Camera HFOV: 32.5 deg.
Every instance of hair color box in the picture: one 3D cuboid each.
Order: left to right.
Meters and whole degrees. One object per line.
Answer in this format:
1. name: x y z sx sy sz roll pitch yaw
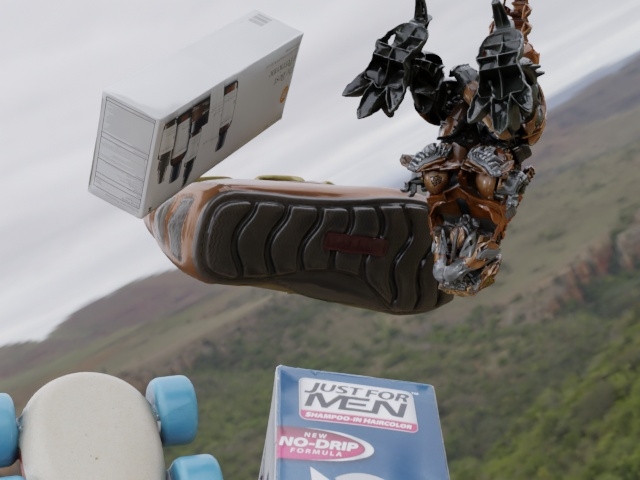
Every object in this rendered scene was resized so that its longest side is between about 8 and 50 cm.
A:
1. hair color box: 0.014 0.240 0.567 0.105 0.173 0.347 7 31 -7

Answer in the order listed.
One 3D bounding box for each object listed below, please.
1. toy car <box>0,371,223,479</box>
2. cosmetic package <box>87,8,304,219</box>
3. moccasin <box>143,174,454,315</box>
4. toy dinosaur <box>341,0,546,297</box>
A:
1. toy car: -0.234 0.278 1.102 0.219 0.210 0.238 -3 -51 -22
2. cosmetic package: -0.101 -0.115 0.945 0.239 0.060 0.099 -44 -22 -52
3. moccasin: 0.000 0.003 1.124 0.380 0.139 0.147 1 14 -35
4. toy dinosaur: 0.140 -0.119 1.015 0.164 0.321 0.218 -14 -22 24
